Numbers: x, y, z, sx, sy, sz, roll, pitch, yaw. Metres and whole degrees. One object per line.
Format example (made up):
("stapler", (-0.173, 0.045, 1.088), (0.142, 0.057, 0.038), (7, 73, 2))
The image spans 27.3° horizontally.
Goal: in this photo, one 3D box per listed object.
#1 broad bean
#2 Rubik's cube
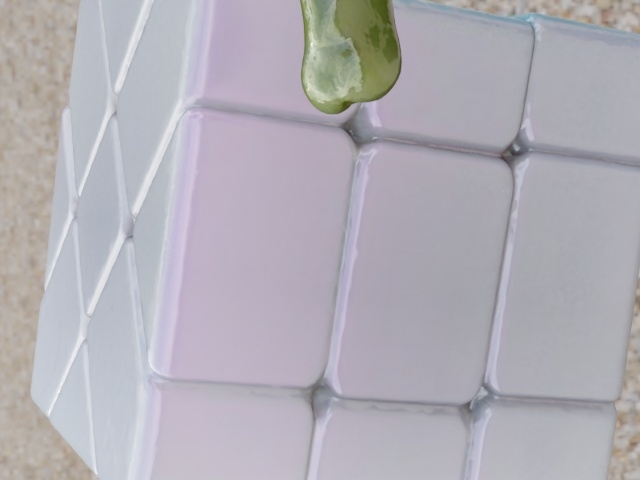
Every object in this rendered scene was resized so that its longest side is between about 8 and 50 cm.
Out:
("broad bean", (0.012, -0.099, 0.596), (0.045, 0.063, 0.083), (-8, 81, 31))
("Rubik's cube", (0.000, 0.000, 0.892), (0.322, 0.316, 0.318), (-165, 81, -68))
